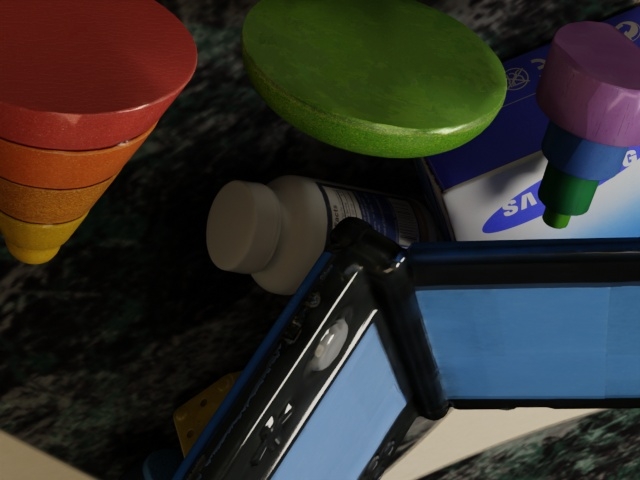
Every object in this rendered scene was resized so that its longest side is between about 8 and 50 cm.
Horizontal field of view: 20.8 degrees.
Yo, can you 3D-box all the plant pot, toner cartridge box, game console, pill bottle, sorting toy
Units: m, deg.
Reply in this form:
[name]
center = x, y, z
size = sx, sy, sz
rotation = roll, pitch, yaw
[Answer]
[plant pot]
center = -0.046, 0.128, 1.088
size = 0.081, 0.081, 0.083
rotation = -35, 134, 15
[toner cartridge box]
center = 0.230, -0.068, 0.995
size = 0.348, 0.075, 0.165
rotation = -23, 141, 0
[game console]
center = 0.075, 0.110, 0.920
size = 0.250, 0.173, 0.293
rotation = -57, 162, -12
[pill bottle]
center = 0.000, 0.000, 0.965
size = 0.120, 0.067, 0.067
rotation = 9, 132, -35
[sorting toy]
center = -0.009, -0.042, 0.835
size = 0.366, 0.127, 0.126
rotation = 0, 127, -21

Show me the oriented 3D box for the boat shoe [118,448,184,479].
[boat shoe]
center = -0.068, 0.222, 1.166
size = 0.089, 0.109, 0.258
rotation = -29, 140, 13
